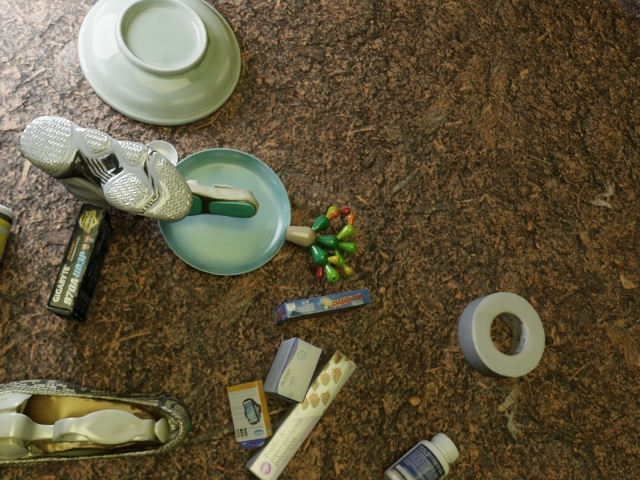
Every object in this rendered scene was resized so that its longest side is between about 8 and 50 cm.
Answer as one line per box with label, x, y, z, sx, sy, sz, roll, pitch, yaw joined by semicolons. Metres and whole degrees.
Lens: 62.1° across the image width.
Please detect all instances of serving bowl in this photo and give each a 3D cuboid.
serving bowl;-0.387;-0.197;1.280;0.083;0.027;0.083;4;75;-16

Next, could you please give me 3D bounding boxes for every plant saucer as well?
plant saucer;-0.392;-0.486;1.320;0.400;0.100;0.400;4;75;-15
plant saucer;-0.230;-0.068;1.285;0.317;0.044;0.318;4;75;-15

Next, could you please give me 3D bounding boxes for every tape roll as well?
tape roll;0.475;0.248;1.397;0.219;0.072;0.219;5;73;-16

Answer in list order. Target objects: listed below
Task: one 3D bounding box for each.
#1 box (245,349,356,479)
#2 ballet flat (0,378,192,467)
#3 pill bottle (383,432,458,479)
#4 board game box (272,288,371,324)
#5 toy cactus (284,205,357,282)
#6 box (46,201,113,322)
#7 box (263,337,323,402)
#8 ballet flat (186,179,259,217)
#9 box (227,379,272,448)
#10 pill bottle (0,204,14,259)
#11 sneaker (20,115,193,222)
box;-0.041;0.394;1.204;0.063;0.067;0.324;41;67;-3
ballet flat;-0.490;0.350;1.016;0.482;0.182;0.164;5;75;-15
pill bottle;0.237;0.527;1.236;0.169;0.094;0.094;-31;86;-22
board game box;0.000;0.156;1.243;0.201;0.136;0.035;-8;77;-18
toy cactus;0.000;0.000;1.303;0.180;0.112;0.219;12;66;-14
box;-0.491;0.050;1.101;0.051;0.175;0.220;15;72;-13
box;-0.065;0.291;1.185;0.072;0.137;0.126;26;69;-10
ballet flat;-0.266;-0.099;1.226;0.248;0.086;0.086;7;74;-17
box;-0.155;0.382;1.168;0.081;0.028;0.136;-17;80;24
pill bottle;-0.710;0.026;1.071;0.119;0.119;0.208;11;72;-14
sneaker;-0.422;-0.126;1.124;0.365;0.210;0.137;24;77;4
